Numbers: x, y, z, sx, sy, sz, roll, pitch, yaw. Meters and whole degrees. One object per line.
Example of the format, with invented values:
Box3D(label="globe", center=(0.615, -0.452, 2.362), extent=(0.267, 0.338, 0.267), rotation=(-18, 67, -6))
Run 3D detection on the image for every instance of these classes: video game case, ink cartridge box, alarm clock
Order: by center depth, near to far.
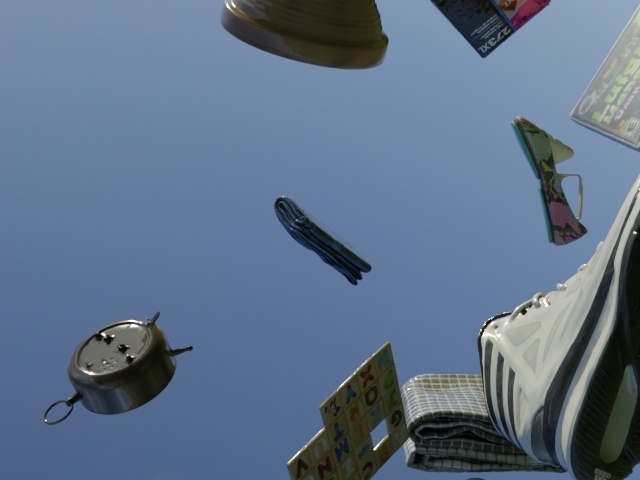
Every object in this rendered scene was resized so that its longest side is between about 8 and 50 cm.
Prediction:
Box3D(label="video game case", center=(0.321, -0.179, 0.869), extent=(0.022, 0.190, 0.173), rotation=(27, -168, -13))
Box3D(label="alarm clock", center=(-0.265, 0.164, 1.157), extent=(0.192, 0.129, 0.064), rotation=(-40, -50, -26))
Box3D(label="ink cartridge box", center=(0.330, -0.468, 1.794), extent=(0.371, 0.175, 0.069), rotation=(23, -148, -57))

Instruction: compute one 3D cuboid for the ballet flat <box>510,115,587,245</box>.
Box3D(label="ballet flat", center=(0.369, -0.101, 1.464), extent=(0.077, 0.079, 0.222), rotation=(-67, -43, -76))

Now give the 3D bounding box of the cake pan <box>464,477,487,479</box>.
Box3D(label="cake pan", center=(0.293, 0.527, 1.492), extent=(0.054, 0.293, 0.293), rotation=(-4, -121, -23))

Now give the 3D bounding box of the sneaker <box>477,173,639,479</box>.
Box3D(label="sneaker", center=(0.326, 0.058, 1.162), extent=(0.169, 0.257, 0.448), rotation=(30, -99, -31))

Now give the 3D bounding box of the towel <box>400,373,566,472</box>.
Box3D(label="towel", center=(0.283, 0.316, 1.629), extent=(0.235, 0.283, 0.121), rotation=(-85, -4, -82))

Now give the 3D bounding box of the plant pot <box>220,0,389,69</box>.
Box3D(label="plant pot", center=(-0.012, -0.327, 1.270), extent=(0.237, 0.110, 0.237), rotation=(12, -154, -6))

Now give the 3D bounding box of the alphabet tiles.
Box3D(label="alphabet tiles", center=(0.043, 0.290, 1.345), extent=(0.237, 0.009, 0.198), rotation=(-39, -49, -34))

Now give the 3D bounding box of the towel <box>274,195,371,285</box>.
Box3D(label="towel", center=(0.000, 0.000, 0.976), extent=(0.119, 0.029, 0.067), rotation=(36, -171, -42))
